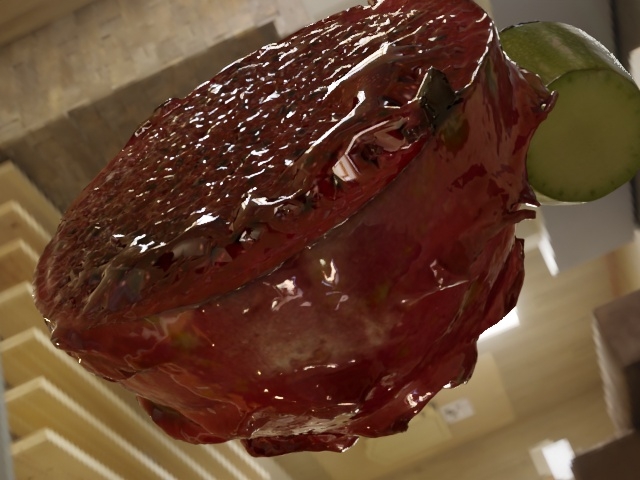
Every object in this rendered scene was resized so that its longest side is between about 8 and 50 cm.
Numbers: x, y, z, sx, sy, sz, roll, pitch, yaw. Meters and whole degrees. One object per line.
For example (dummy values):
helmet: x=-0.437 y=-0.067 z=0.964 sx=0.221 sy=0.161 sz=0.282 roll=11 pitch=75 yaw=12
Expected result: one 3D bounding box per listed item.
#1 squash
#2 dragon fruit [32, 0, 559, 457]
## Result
squash: x=0.207 y=-0.101 z=0.879 sx=0.170 sy=0.170 sz=0.123 roll=64 pitch=180 yaw=-22
dragon fruit: x=0.000 y=0.000 z=0.724 sx=0.371 sy=0.386 sz=0.249 roll=4 pitch=134 yaw=48
